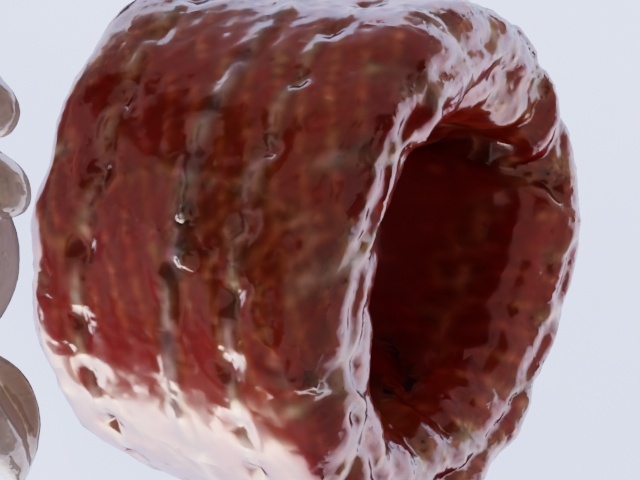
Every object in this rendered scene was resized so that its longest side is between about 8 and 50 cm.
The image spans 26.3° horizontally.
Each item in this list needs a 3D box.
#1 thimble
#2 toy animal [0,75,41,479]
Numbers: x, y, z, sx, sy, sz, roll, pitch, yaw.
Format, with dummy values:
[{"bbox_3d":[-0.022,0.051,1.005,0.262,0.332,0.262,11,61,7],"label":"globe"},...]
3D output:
[{"bbox_3d":[0.000,0.000,0.875,0.230,0.350,0.350,10,-115,33],"label":"thimble"},{"bbox_3d":[-0.184,0.014,0.622,0.124,0.124,0.213,-11,-94,-4],"label":"toy animal"}]
